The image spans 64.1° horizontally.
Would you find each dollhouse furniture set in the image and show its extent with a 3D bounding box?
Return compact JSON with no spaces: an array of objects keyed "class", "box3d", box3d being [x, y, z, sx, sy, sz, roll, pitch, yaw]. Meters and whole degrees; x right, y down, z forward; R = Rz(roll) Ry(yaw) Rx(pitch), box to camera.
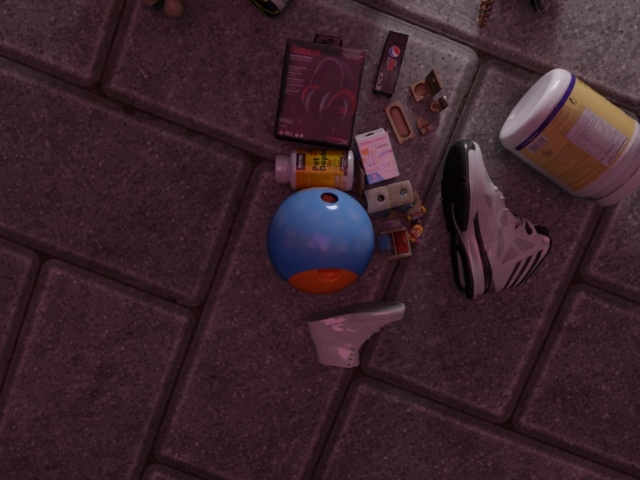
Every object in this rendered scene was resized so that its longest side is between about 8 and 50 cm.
[{"class":"dollhouse furniture set","box3d":[0.264,-0.363,1.405,0.151,0.123,0.144,-25,95,4]},{"class":"dollhouse furniture set","box3d":[0.214,-0.050,1.399,0.128,0.129,0.184,-13,77,19]}]

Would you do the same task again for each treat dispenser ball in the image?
[{"class":"treat dispenser ball","box3d":[0.000,0.000,1.368,0.287,0.288,0.289,0,96,1]}]

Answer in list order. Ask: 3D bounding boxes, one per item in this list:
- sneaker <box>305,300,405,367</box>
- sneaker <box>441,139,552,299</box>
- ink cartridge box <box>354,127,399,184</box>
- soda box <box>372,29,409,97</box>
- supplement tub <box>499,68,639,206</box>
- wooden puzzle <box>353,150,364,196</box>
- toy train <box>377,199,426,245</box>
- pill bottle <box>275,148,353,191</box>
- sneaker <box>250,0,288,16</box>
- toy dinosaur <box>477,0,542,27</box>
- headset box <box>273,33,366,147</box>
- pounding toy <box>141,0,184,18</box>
[{"class":"sneaker","box3d":[0.117,0.279,1.496,0.292,0.108,0.169,-12,98,12]},{"class":"sneaker","box3d":[0.496,-0.072,1.437,0.257,0.169,0.448,-11,104,-6]},{"class":"ink cartridge box","box3d":[0.155,-0.238,1.438,0.092,0.090,0.143,-17,96,3]},{"class":"soda box","box3d":[0.195,-0.491,1.428,0.060,0.053,0.169,15,97,-1]},{"class":"supplement tub","box3d":[0.676,-0.265,1.351,0.331,0.241,0.241,34,96,-3]},{"class":"wooden puzzle","box3d":[0.110,-0.188,1.445,0.014,0.116,0.079,-13,52,-11]},{"class":"toy train","box3d":[0.241,-0.048,1.480,0.125,0.046,0.167,13,97,-1]},{"class":"pill bottle","box3d":[-0.016,-0.198,1.432,0.214,0.117,0.118,1,96,1]},{"class":"sneaker","box3d":[-0.214,-0.791,1.372,0.147,0.145,0.385,-45,104,-2]},{"class":"toy dinosaur","box3d":[0.533,-0.728,1.357,0.218,0.164,0.322,32,139,-1]},{"class":"headset box","box3d":[0.000,-0.413,1.411,0.217,0.110,0.294,10,97,0]},{"class":"pounding toy","box3d":[-0.405,-0.717,1.379,0.237,0.110,0.183,45,131,30]}]
